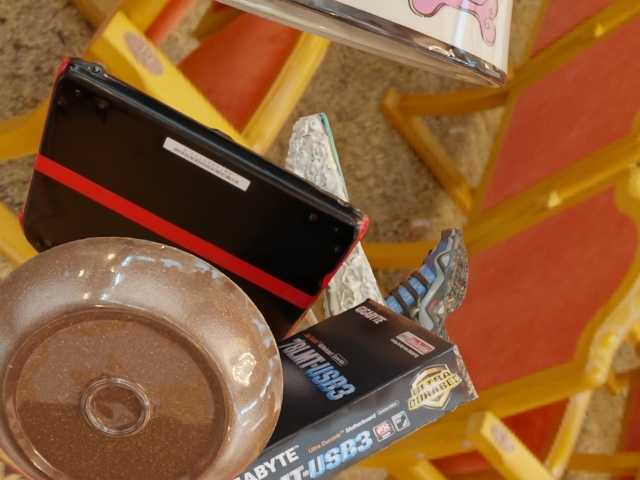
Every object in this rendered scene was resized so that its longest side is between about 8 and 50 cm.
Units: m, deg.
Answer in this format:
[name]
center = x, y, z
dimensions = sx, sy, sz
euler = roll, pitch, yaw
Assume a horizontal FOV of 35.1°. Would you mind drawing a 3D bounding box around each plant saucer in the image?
[plant saucer]
center = -0.123, 0.095, 0.625
dimensions = 0.198, 0.199, 0.036
euler = 57, 14, -19

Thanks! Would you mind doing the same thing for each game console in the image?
[game console]
center = -0.170, -0.021, 1.231
dimensions = 0.387, 0.342, 0.060
euler = 28, 46, -5

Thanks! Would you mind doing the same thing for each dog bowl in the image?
[dog bowl]
center = 0.007, -0.279, 0.969
dimensions = 0.408, 0.408, 0.150
euler = 9, 103, -45

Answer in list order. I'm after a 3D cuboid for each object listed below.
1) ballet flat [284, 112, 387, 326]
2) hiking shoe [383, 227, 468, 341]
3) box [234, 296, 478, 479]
[ballet flat]
center = 0.000, 0.000, 1.486
dimensions = 0.147, 0.147, 0.408
euler = 0, 66, -46
[hiking shoe]
center = 0.159, 0.090, 1.671
dimensions = 0.113, 0.132, 0.304
euler = 73, 31, -43
[box]
center = -0.016, 0.176, 1.123
dimensions = 0.293, 0.295, 0.073
euler = -27, 104, -10
